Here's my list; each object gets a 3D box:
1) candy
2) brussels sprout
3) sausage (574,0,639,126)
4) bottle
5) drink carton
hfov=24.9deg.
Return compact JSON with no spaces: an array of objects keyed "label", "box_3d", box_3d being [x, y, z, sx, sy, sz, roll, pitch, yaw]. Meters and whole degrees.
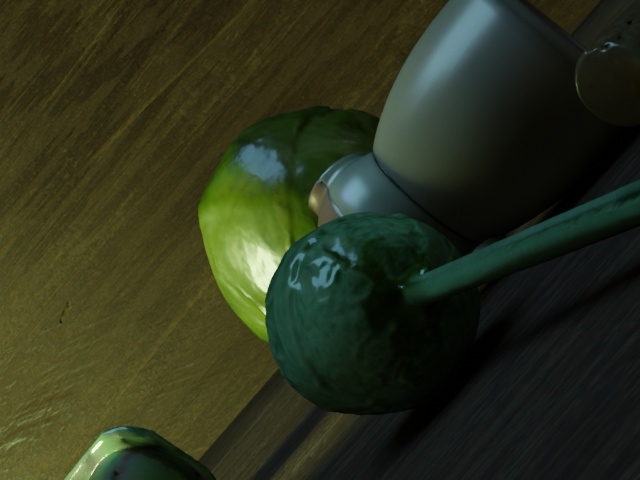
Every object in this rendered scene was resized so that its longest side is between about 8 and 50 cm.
[{"label":"candy","box_3d":[0.085,0.007,0.676,0.119,0.119,0.440,-49,7,-24]},{"label":"brussels sprout","box_3d":[0.000,0.000,1.194,0.223,0.223,0.161,-49,-5,27]},{"label":"sausage","box_3d":[0.243,-0.164,0.929,0.301,0.066,0.066,-49,0,-43]},{"label":"bottle","box_3d":[0.090,-0.050,0.997,0.236,0.147,0.147,-50,0,15]},{"label":"drink carton","box_3d":[-0.189,0.283,1.391,0.144,0.146,0.142,-49,8,31]}]
